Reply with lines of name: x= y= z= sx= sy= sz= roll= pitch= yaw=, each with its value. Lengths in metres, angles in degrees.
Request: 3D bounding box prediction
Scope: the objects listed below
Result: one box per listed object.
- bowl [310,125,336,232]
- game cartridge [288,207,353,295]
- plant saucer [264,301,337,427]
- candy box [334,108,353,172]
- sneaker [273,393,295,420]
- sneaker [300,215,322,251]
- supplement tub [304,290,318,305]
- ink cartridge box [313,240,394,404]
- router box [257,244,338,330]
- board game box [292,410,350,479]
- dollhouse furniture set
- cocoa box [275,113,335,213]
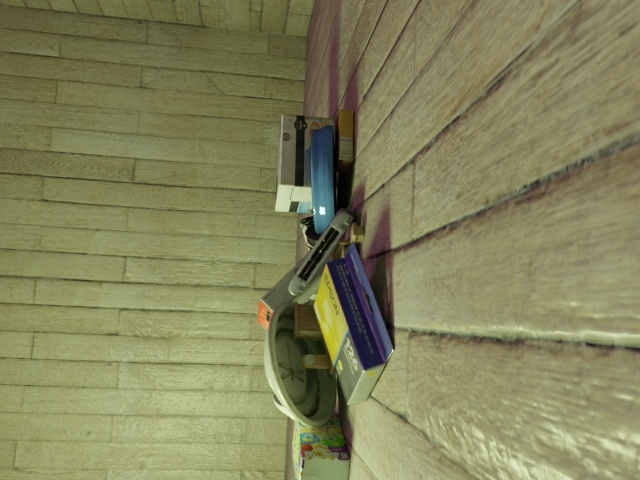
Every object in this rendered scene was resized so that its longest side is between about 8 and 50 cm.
bowl: x=0.014 y=-0.209 z=2.017 sx=0.391 sy=0.077 sz=0.391 roll=-1 pitch=-90 yaw=-87
game cartridge: x=0.003 y=0.029 z=1.773 sx=0.294 sy=0.060 sz=0.196 roll=-55 pitch=-2 yaw=8
plant saucer: x=-0.083 y=0.399 z=1.818 sx=0.400 sy=0.100 sz=0.401 roll=50 pitch=-151 yaw=-40
candy box: x=0.080 y=-0.337 z=1.940 sx=0.109 sy=0.053 sz=0.187 roll=114 pitch=160 yaw=-74
sneaker: x=-0.069 y=0.654 z=2.040 sx=0.292 sy=0.108 sz=0.169 roll=14 pitch=117 yaw=55
sneaker: x=0.000 y=0.000 z=2.262 sx=0.330 sy=0.122 sz=0.146 roll=-120 pitch=16 yaw=-76
supplement tub: x=-0.033 y=0.218 z=2.315 sx=0.190 sy=0.117 sz=0.117 roll=105 pitch=167 yaw=-57
ink cartridge box: x=0.070 y=0.211 z=1.416 sx=0.307 sy=0.072 sz=0.304 roll=100 pitch=156 yaw=-53
router box: x=-0.081 y=0.170 z=2.054 sx=0.335 sy=0.082 sz=0.301 roll=-44 pitch=-10 yaw=-21
board game box: x=-0.005 y=0.655 z=1.758 sx=0.275 sy=0.144 sz=0.142 roll=-122 pitch=36 yaw=-76
dollhouse furniture set: x=0.022 y=0.173 z=1.669 sx=0.356 sy=0.173 sz=0.303 roll=102 pitch=169 yaw=-50
cocoa box: x=-0.063 y=-0.314 z=2.367 sx=0.231 sy=0.227 sz=0.347 roll=110 pitch=163 yaw=-64
